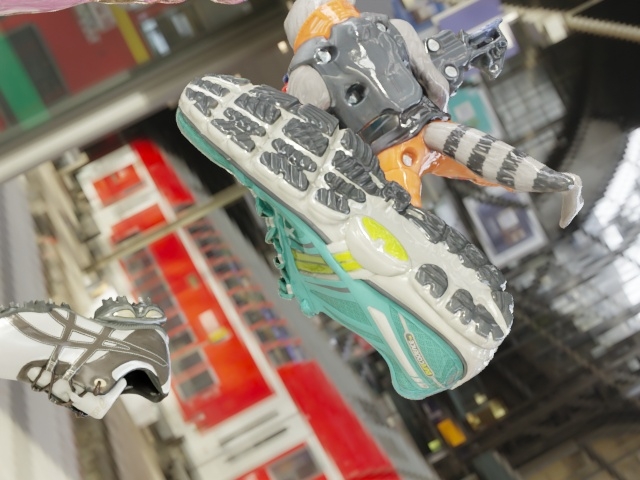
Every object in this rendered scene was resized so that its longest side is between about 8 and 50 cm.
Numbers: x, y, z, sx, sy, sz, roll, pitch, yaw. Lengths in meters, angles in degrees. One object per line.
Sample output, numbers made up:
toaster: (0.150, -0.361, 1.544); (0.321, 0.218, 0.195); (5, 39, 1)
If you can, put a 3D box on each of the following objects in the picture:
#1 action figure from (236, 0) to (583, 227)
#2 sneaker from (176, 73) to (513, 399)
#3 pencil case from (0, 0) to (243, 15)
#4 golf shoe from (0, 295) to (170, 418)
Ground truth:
action figure: (0.104, -0.131, 1.259); (0.330, 0.341, 0.178); (44, -28, 14)
sneaker: (0.000, 0.000, 0.910); (0.275, 0.110, 0.107); (45, 33, 2)
pencil case: (-0.230, -0.231, 0.998); (0.160, 0.386, 0.167); (59, -31, 36)
golf shoe: (-0.206, 0.099, 1.089); (0.077, 0.198, 0.094); (-48, -126, 48)
